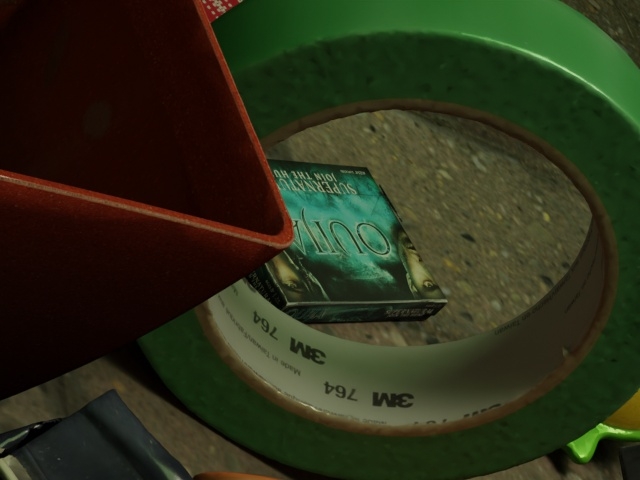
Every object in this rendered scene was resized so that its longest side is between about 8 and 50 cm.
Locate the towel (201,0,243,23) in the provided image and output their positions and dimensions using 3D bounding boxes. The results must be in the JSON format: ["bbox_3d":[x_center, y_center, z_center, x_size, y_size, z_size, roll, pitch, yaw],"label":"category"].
[{"bbox_3d":[-0.122,-0.155,1.349,0.199,0.031,0.275,50,31,0],"label":"towel"}]

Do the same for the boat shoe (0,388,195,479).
[{"bbox_3d":[-0.061,0.219,0.824,0.158,0.127,0.340,-33,79,-28],"label":"boat shoe"}]

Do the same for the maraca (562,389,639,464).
[{"bbox_3d":[0.210,0.098,1.412,0.185,0.099,0.127,-22,61,-33],"label":"maraca"}]

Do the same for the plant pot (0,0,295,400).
[{"bbox_3d":[-0.217,-0.054,0.891,0.267,0.236,0.267,15,43,-45],"label":"plant pot"}]

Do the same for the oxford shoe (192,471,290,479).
[{"bbox_3d":[0.048,0.244,1.034,0.363,0.130,0.133,31,64,-37],"label":"oxford shoe"}]

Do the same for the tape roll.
[{"bbox_3d":[0.046,-0.001,1.082,0.321,0.321,0.077,34,31,-22],"label":"tape roll"}]

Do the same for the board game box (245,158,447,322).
[{"bbox_3d":[0.000,0.000,1.322,0.186,0.026,0.126,1,53,-52],"label":"board game box"}]

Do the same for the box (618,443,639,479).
[{"bbox_3d":[0.284,0.264,1.194,0.270,0.143,0.165,-91,166,-50],"label":"box"}]
